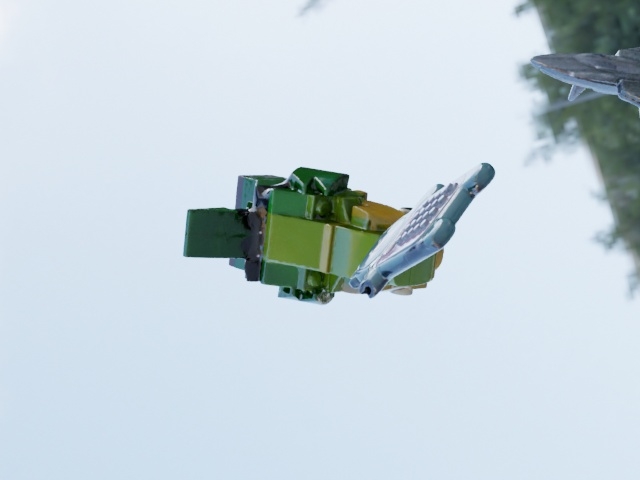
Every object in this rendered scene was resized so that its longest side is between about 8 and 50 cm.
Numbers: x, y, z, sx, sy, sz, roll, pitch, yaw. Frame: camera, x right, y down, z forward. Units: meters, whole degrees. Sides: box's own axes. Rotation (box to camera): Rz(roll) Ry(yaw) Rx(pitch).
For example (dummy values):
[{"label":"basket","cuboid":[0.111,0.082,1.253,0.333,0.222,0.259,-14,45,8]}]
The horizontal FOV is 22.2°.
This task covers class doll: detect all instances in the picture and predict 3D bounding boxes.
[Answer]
[{"label":"doll","cuboid":[0.003,-0.001,1.293,0.134,0.186,0.106,-19,-62,-72]}]

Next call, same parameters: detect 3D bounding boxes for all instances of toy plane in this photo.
[{"label":"toy plane","cuboid":[0.322,-0.141,1.549,0.267,0.088,0.212,4,-123,-7]}]

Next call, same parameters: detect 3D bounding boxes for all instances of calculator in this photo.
[{"label":"calculator","cuboid":[0.059,-0.005,1.012,0.019,0.141,0.094,41,-116,-7]}]
